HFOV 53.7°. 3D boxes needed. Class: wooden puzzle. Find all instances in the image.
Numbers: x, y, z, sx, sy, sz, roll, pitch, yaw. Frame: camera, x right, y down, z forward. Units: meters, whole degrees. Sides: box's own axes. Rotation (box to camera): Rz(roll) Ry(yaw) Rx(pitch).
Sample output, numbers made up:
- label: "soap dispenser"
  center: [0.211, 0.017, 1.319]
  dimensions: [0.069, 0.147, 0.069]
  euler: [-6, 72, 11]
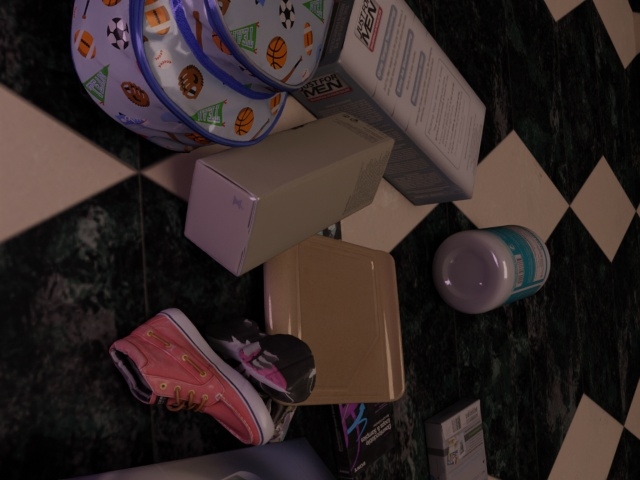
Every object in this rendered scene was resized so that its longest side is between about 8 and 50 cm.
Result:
- label: "wooden puzzle"
  center: [0.018, 0.106, 0.847]
  dimensions: [0.238, 0.044, 0.221]
  euler: [12, 68, -43]

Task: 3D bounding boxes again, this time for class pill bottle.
- label: "pill bottle"
  center: [0.330, 0.046, 1.172]
  dimensions: [0.264, 0.146, 0.146]
  euler: [-6, 90, -50]

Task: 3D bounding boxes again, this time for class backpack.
- label: "backpack"
  center: [-0.116, -0.225, 0.645]
  dimensions: [0.276, 0.213, 0.263]
  euler: [22, 80, -49]

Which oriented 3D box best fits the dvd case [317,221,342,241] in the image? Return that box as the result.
- label: "dvd case"
  center: [0.000, 0.000, 0.892]
  dimensions: [0.087, 0.013, 0.119]
  euler: [-4, 91, -50]

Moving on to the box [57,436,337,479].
- label: "box"
  center: [-0.067, 0.347, 0.531]
  dimensions: [0.294, 0.296, 0.183]
  euler: [9, 117, -49]

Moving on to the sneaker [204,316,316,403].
- label: "sneaker"
  center: [-0.062, 0.142, 0.686]
  dimensions: [0.072, 0.178, 0.077]
  euler: [-15, 108, -28]

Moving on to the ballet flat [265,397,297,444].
- label: "ballet flat"
  center: [-0.045, 0.202, 0.800]
  dimensions: [0.041, 0.041, 0.114]
  euler: [53, 49, -32]

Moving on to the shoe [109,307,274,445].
- label: "shoe"
  center: [-0.131, 0.152, 0.636]
  dimensions: [0.178, 0.063, 0.081]
  euler: [45, 46, 14]

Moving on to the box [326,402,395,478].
- label: "box"
  center: [0.057, 0.245, 0.921]
  dimensions: [0.116, 0.029, 0.162]
  euler: [-17, 100, -49]

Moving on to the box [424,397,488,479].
- label: "box"
  center: [0.244, 0.390, 1.118]
  dimensions: [0.145, 0.038, 0.186]
  euler: [-9, 92, -49]

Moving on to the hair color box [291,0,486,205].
- label: "hair color box"
  center: [0.116, -0.222, 0.975]
  dimensions: [0.374, 0.113, 0.185]
  euler: [35, 60, -43]

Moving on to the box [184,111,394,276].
- label: "box"
  center: [-0.029, -0.068, 0.772]
  dimensions: [0.275, 0.094, 0.113]
  euler: [-28, 145, -48]
